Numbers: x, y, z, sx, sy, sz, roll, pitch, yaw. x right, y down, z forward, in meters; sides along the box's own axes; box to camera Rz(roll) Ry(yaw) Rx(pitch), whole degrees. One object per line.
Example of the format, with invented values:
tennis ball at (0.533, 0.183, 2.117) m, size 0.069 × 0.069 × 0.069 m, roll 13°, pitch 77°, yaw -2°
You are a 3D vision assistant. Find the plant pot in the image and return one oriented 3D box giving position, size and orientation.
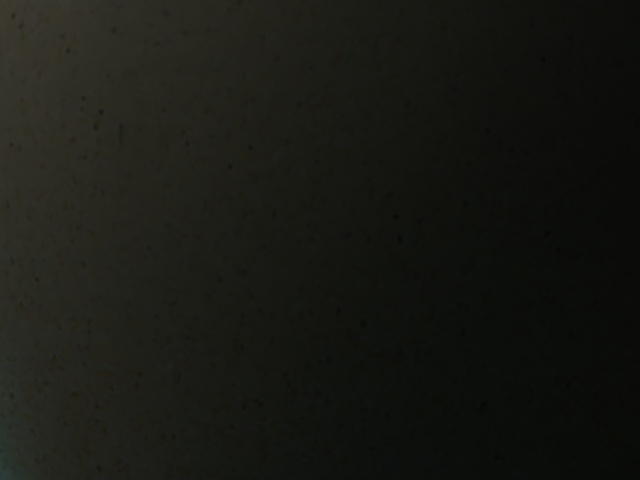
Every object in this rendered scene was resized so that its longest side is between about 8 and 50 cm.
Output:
plant pot at (0.005, 0.013, 0.453) m, size 0.284 × 0.284 × 0.191 m, roll -36°, pitch 37°, yaw 58°
